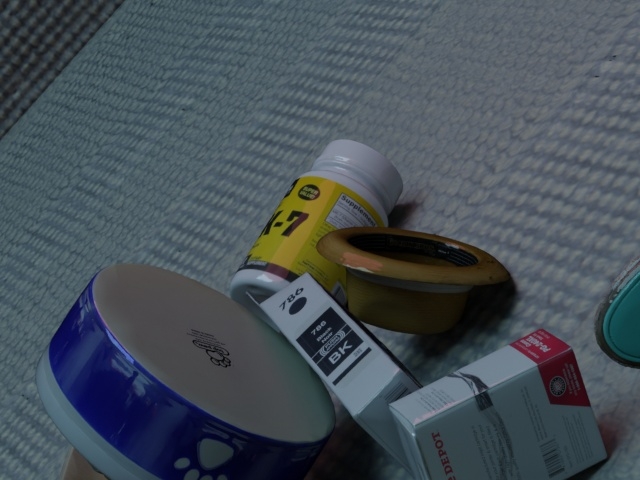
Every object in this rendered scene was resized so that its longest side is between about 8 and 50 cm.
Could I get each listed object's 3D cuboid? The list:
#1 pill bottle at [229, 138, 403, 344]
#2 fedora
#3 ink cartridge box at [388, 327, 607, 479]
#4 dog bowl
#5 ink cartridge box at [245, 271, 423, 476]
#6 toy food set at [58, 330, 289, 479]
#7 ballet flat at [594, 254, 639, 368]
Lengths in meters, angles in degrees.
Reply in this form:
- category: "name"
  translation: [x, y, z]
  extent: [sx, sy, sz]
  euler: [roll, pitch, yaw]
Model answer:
- category: "pill bottle"
  translation: [0.000, 0.000, 2.077]
  extent: [0.119, 0.119, 0.208]
  euler: [-10, 42, 51]
- category: "fedora"
  translation: [0.085, 0.042, 1.869]
  extent: [0.194, 0.194, 0.079]
  euler: [-141, 59, -65]
- category: "ink cartridge box"
  translation: [0.143, 0.155, 1.571]
  extent: [0.150, 0.109, 0.063]
  euler: [-25, 22, -12]
- category: "dog bowl"
  translation: [-0.121, 0.139, 1.764]
  extent: [0.104, 0.265, 0.265]
  euler: [-57, 21, 19]
- category: "ink cartridge box"
  translation: [0.046, 0.128, 1.754]
  extent: [0.065, 0.165, 0.333]
  euler: [-46, 26, -1]
- category: "toy food set"
  translation: [-0.165, 0.232, 2.004]
  extent: [0.306, 0.092, 0.220]
  euler: [-30, 28, 29]
- category: "ballet flat"
  translation: [0.360, -0.005, 1.581]
  extent: [0.316, 0.107, 0.106]
  euler: [-35, 6, 9]
